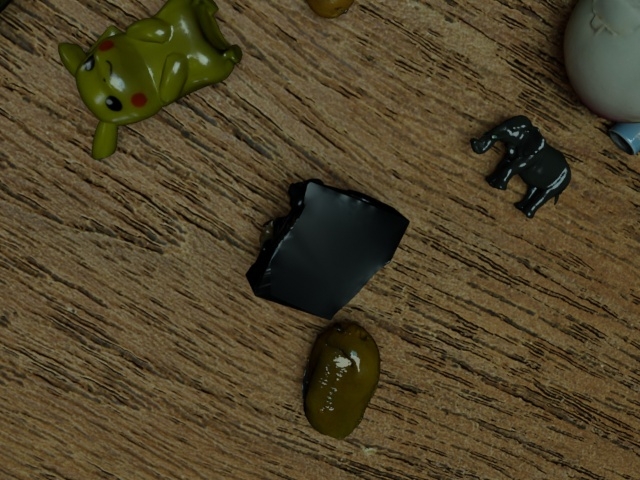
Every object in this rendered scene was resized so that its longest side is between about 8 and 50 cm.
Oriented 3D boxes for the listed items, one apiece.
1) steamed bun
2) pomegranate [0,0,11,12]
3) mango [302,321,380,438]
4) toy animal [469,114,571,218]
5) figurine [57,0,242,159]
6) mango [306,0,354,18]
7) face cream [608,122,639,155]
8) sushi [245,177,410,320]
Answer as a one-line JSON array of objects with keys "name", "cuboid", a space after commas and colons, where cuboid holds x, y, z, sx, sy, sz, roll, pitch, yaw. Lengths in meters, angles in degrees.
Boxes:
[{"name": "steamed bun", "cuboid": [0.590, -0.343, 1.361, 0.309, 0.309, 0.309, -2, 105, -8]}, {"name": "pomegranate", "cuboid": [-0.647, -0.486, 1.155, 0.340, 0.285, 0.285, 44, 95, 14]}, {"name": "mango", "cuboid": [0.047, 0.287, 1.497, 0.151, 0.156, 0.249, -1, 106, -45]}, {"name": "toy animal", "cuboid": [0.398, -0.155, 1.462, 0.245, 0.114, 0.146, 31, 106, -37]}, {"name": "figurine", "cuboid": [-0.308, -0.308, 1.279, 0.326, 0.169, 0.218, -27, 91, -3]}, {"name": "mango", "cuboid": [0.012, -0.484, 1.321, 0.105, 0.084, 0.159, -22, 107, -8]}, {"name": "face cream", "cuboid": [0.695, -0.275, 1.483, 0.229, 0.075, 0.075, -42, 106, 3]}, {"name": "sushi", "cuboid": [0.000, 0.001, 1.383, 0.215, 0.212, 0.227, 21, 103, -21]}]
